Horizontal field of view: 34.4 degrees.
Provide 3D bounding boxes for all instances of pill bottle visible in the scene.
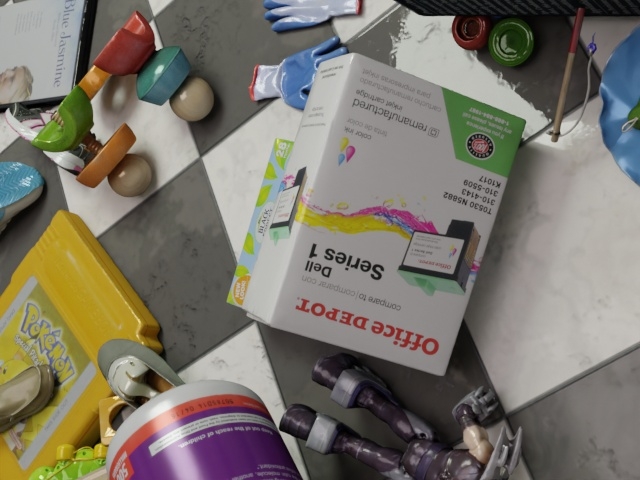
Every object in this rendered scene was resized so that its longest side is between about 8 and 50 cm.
[{"bbox_3d":[-0.081,0.303,0.999,0.181,0.181,0.323,-48,47,17],"label":"pill bottle"}]

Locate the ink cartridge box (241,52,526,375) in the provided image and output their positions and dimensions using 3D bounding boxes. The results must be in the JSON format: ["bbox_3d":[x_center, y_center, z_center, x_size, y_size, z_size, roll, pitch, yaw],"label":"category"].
[{"bbox_3d":[0.062,-0.023,1.057,0.117,0.201,0.278,-165,93,-73],"label":"ink cartridge box"}]

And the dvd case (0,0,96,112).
[{"bbox_3d":[-0.453,-0.294,1.626,0.253,0.022,0.180,-1,78,36],"label":"dvd case"}]

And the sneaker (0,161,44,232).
[{"bbox_3d":[-0.516,-0.041,1.574,0.228,0.092,0.087,-28,60,6],"label":"sneaker"}]

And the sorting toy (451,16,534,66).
[{"bbox_3d":[0.195,-0.230,1.132,0.102,0.042,0.061,27,111,25],"label":"sorting toy"}]

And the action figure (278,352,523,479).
[{"bbox_3d":[0.100,0.217,1.056,0.285,0.099,0.185,28,89,33],"label":"action figure"}]

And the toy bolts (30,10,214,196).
[{"bbox_3d":[-0.247,-0.189,1.412,0.228,0.158,0.218,-42,17,32],"label":"toy bolts"}]

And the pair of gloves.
[{"bbox_3d":[-0.019,-0.258,1.300,0.159,0.023,0.198,2,81,36],"label":"pair of gloves"}]

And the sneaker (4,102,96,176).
[{"bbox_3d":[-0.390,-0.164,1.530,0.178,0.072,0.077,35,88,28],"label":"sneaker"}]

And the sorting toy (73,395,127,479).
[{"bbox_3d":[-0.224,0.341,1.236,0.196,0.047,0.348,-24,63,0],"label":"sorting toy"}]

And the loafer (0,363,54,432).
[{"bbox_3d":[-0.417,0.216,1.396,0.148,0.050,0.056,-40,59,20],"label":"loafer"}]

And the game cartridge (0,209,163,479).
[{"bbox_3d":[-0.378,0.164,1.441,0.324,0.052,0.285,-54,55,14],"label":"game cartridge"}]

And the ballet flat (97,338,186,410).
[{"bbox_3d":[-0.205,0.186,1.268,0.213,0.068,0.072,32,99,21],"label":"ballet flat"}]

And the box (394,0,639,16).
[{"bbox_3d":[0.241,-0.375,0.964,0.395,0.212,0.294,8,90,30],"label":"box"}]

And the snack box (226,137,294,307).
[{"bbox_3d":[0.000,0.000,1.193,0.174,0.070,0.207,17,88,37],"label":"snack box"}]

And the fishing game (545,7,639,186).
[{"bbox_3d":[0.340,-0.121,0.956,0.264,0.041,0.189,20,114,29],"label":"fishing game"}]

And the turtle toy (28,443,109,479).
[{"bbox_3d":[-0.316,0.312,1.337,0.130,0.066,0.095,-1,75,1],"label":"turtle toy"}]
